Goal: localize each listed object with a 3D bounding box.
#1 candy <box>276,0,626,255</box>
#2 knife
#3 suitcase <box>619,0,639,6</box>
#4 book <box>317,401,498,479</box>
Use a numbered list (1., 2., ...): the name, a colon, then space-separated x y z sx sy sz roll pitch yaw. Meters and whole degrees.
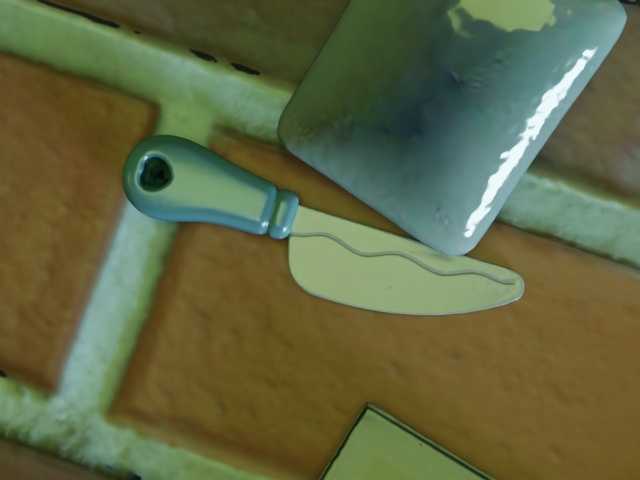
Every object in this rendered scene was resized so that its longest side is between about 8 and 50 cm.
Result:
1. candy: 0.070 -0.093 0.808 0.138 0.071 0.174 34 107 5
2. knife: -0.001 0.002 0.841 0.244 0.032 0.058 22 83 0
3. suitcase: 0.294 -0.233 0.789 0.335 0.152 0.229 14 83 4
4. book: 0.037 0.254 0.808 0.191 0.025 0.269 32 86 5
